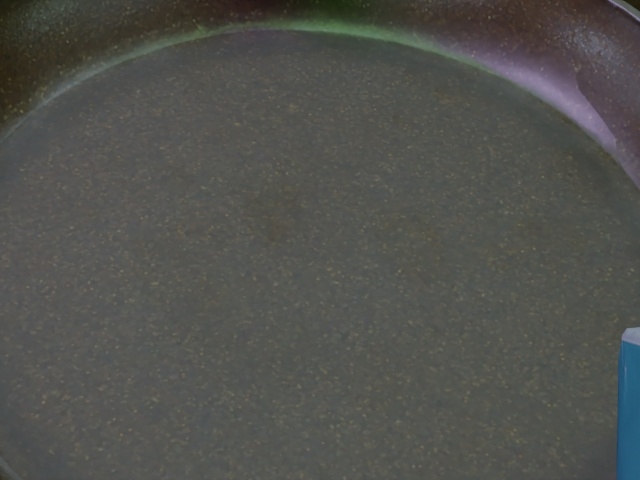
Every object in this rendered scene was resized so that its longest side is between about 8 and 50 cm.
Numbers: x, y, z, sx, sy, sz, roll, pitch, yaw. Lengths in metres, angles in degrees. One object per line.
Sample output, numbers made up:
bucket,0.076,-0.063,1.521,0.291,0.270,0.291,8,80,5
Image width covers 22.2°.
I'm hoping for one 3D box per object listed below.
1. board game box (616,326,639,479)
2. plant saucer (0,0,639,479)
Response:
board game box,0.258,0.069,0.322,0.254,0.079,0.336,-4,7,-23
plant saucer,0.000,0.000,0.536,0.311,0.050,0.310,3,48,-3
